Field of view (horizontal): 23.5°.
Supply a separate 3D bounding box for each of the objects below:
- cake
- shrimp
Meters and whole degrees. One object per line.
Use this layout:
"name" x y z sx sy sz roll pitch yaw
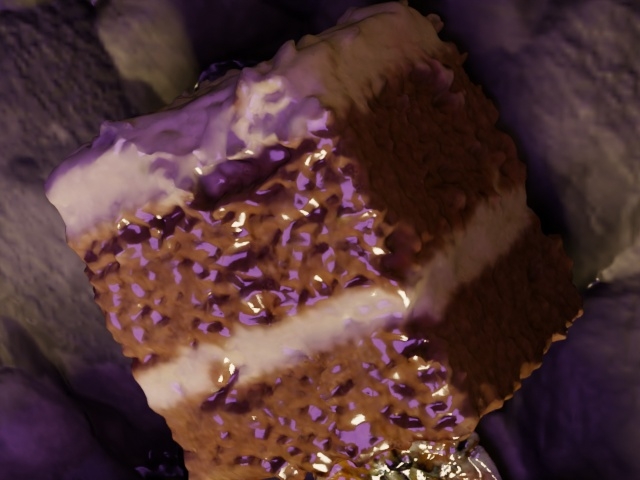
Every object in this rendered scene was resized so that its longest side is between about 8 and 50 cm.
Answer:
"cake" 0.000 0.000 0.569 0.135 0.134 0.147 -21 96 33
"shrimp" 0.035 0.136 0.678 0.091 0.034 0.161 16 121 17
